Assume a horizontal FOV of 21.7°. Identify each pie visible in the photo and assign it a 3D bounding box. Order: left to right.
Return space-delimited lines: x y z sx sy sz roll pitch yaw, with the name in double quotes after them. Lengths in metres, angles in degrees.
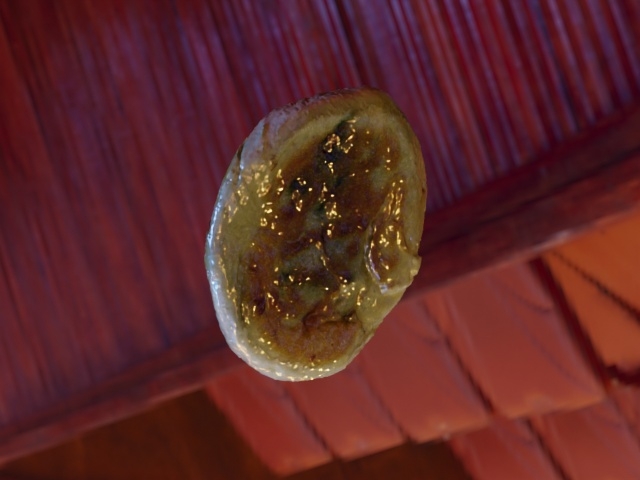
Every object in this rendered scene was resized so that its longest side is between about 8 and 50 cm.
0.000 0.000 0.457 0.085 0.085 0.017 -14 -155 -40 "pie"
